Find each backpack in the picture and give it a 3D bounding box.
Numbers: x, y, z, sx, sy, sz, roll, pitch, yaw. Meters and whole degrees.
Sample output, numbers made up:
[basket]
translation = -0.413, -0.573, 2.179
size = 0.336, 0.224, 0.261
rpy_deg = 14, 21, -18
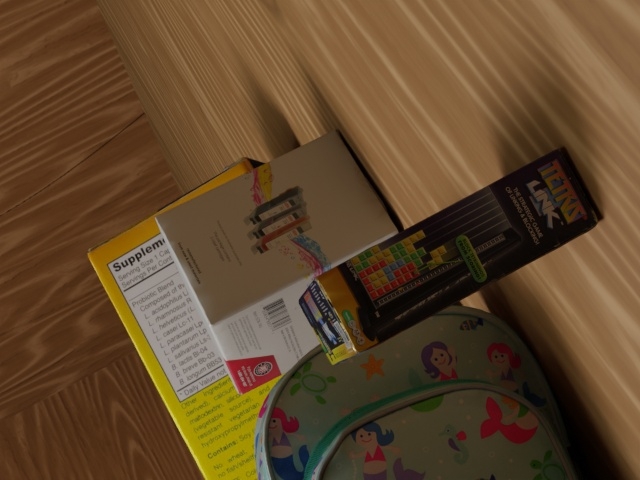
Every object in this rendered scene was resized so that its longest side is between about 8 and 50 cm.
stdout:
[backpack]
translation = 0.071, 0.173, 1.244
size = 0.191, 0.225, 0.253
rpy_deg = 104, 148, -76

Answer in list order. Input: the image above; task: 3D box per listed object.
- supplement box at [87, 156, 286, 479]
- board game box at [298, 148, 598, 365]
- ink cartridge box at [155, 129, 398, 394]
[supplement box]
translation = -0.051, 0.119, 1.889
size = 0.356, 0.194, 0.195
rpy_deg = 62, -170, 8
[board game box]
translation = 0.063, 0.013, 0.991
size = 0.048, 0.141, 0.170
rpy_deg = 60, 173, 3
[ink cartridge box]
translation = -0.026, 0.018, 1.560
size = 0.127, 0.176, 0.128
rpy_deg = 61, 173, 34
